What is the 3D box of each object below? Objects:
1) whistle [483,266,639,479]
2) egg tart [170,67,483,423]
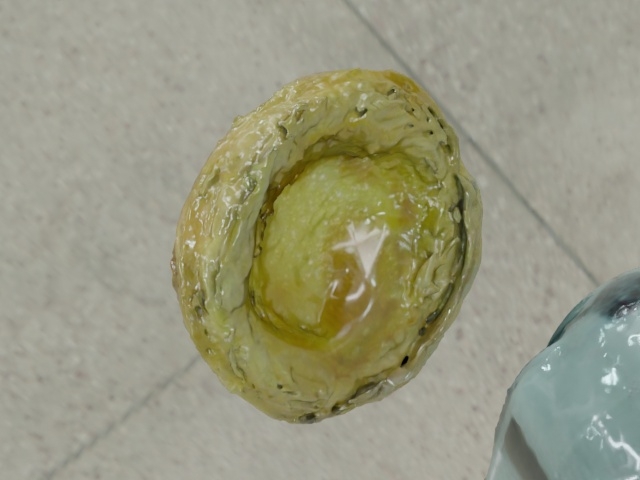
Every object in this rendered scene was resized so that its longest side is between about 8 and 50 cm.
[{"bbox_3d":[0.172,0.104,0.904,0.164,0.289,0.163,2,55,-3],"label":"whistle"},{"bbox_3d":[0.000,0.000,1.364,0.118,0.288,0.288,21,75,49],"label":"egg tart"}]
